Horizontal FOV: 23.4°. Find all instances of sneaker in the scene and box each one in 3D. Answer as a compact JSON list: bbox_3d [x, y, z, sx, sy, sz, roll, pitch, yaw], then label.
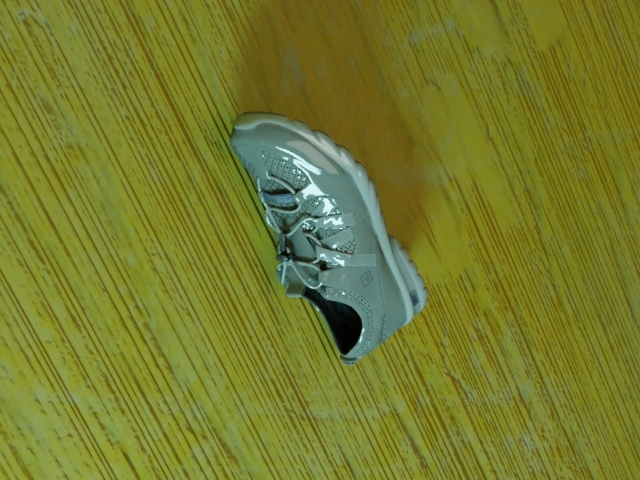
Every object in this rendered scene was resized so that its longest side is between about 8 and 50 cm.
[{"bbox_3d":[0.000,0.000,1.444,0.115,0.105,0.281,-51,120,-26],"label":"sneaker"}]
